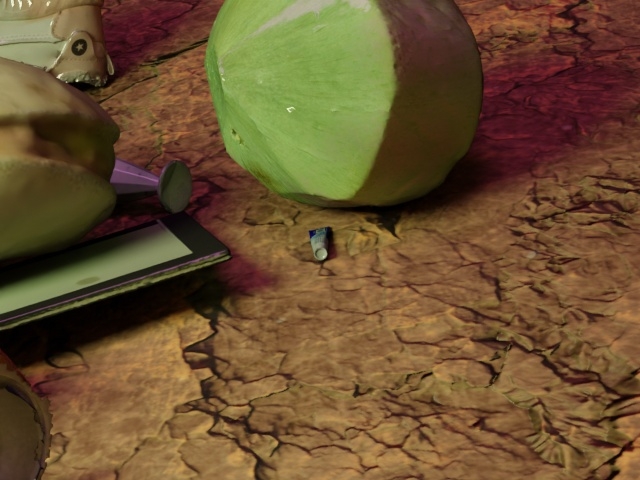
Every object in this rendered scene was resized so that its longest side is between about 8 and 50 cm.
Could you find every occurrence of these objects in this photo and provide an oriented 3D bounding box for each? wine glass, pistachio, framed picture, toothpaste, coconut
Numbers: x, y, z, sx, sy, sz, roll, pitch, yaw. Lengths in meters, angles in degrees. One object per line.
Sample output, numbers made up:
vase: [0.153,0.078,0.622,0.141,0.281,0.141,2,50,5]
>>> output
wine glass: [-0.380,0.150,1.443,0.321,0.143,0.143,10,33,45]
pistachio: [-0.432,-0.060,1.726,0.446,0.281,0.365,-6,-9,-15]
wine glass: [-0.230,-0.066,1.917,0.155,0.073,0.073,8,32,30]
framed picture: [-0.280,0.042,1.710,0.347,0.016,0.265,-17,14,-12]
toothpaste: [0.000,0.000,1.733,0.024,0.015,0.083,-13,19,2]
coconut: [0.012,-0.173,1.781,0.328,0.281,0.328,22,27,-12]

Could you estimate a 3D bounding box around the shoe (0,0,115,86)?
shoe: [-0.458,-0.277,2.308,0.351,0.198,0.172,-14,19,-6]

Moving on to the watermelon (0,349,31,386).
watermelon: [-0.334,0.077,1.475,0.119,0.245,0.063,30,71,20]
